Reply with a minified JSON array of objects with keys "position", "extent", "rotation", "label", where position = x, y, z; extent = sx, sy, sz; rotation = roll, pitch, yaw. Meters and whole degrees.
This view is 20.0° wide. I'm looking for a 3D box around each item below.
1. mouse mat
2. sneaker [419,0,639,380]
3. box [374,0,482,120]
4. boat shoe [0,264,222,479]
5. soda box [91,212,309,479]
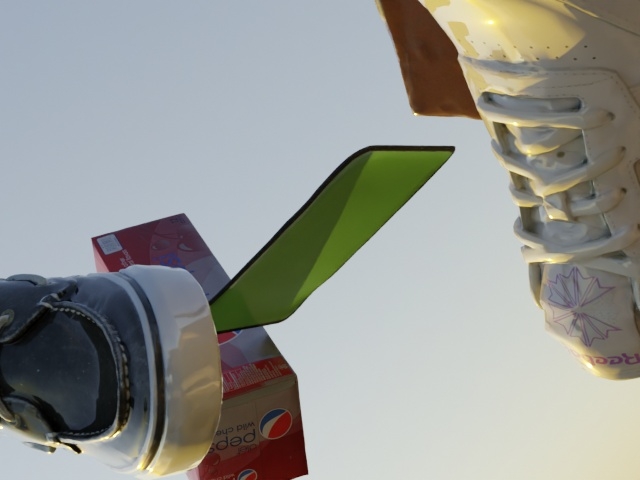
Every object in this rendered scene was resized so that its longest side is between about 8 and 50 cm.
[{"position":[0.000,0.000,1.215],"extent":[0.190,0.007,0.152],"rotation":[-44,-17,22],"label":"mouse mat"},{"position":[0.127,-0.031,0.730],"extent":[0.305,0.114,0.152],"rotation":[36,-108,-43],"label":"sneaker"},{"position":[0.145,-0.167,0.884],"extent":[0.168,0.203,0.167],"rotation":[71,-146,-47],"label":"box"},{"position":[-0.159,0.079,1.056],"extent":[0.119,0.121,0.335],"rotation":[-2,-3,-25],"label":"boat shoe"},{"position":[-0.095,0.083,1.360],"extent":[0.083,0.263,0.092],"rotation":[-15,-58,-15],"label":"soda box"}]
